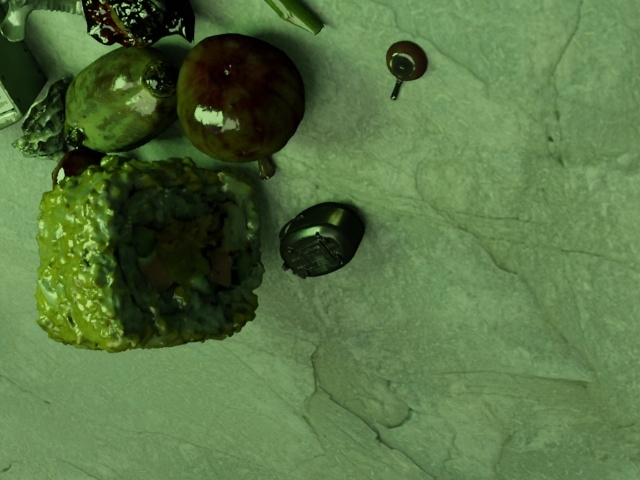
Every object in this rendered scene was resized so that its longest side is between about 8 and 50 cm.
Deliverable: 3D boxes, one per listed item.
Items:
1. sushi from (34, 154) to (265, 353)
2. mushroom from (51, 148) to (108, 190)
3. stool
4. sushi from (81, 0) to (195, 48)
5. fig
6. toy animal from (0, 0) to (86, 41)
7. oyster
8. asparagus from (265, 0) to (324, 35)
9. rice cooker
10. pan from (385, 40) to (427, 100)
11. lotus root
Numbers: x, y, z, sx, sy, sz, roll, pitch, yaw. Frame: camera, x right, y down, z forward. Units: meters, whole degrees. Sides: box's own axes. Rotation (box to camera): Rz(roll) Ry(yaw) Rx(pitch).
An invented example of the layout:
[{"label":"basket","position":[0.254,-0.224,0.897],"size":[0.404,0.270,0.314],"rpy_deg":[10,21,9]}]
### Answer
[{"label":"sushi","position":[-0.294,0.015,1.957],"size":[0.240,0.396,0.351],"rpy_deg":[-8,86,48]},{"label":"mushroom","position":[-0.468,-0.111,2.135],"size":[0.217,0.148,0.227],"rpy_deg":[24,163,37]},{"label":"stool","position":[-0.679,-0.318,2.001],"size":[0.244,0.170,0.269],"rpy_deg":[-21,119,15]},{"label":"sushi","position":[-0.309,-0.391,1.795],"size":[0.150,0.153,0.172],"rpy_deg":[-16,140,16]},{"label":"fig","position":[-0.128,-0.193,1.857],"size":[0.217,0.217,0.321],"rpy_deg":[21,156,14]},{"label":"toy animal","position":[-0.478,-0.439,1.872],"size":[0.272,0.160,0.197],"rpy_deg":[21,133,4]},{"label":"oyster","position":[-0.515,-0.214,2.058],"size":[0.087,0.199,0.252],"rpy_deg":[27,124,-4]},{"label":"asparagus","position":[-0.069,-0.385,1.739],"size":[0.178,0.041,0.045],"rpy_deg":[43,91,-10]},{"label":"rice cooker","position":[0.000,0.000,1.983],"size":[0.165,0.106,0.112],"rpy_deg":[-26,115,31]},{"label":"pan","position":[0.126,-0.260,1.742],"size":[0.068,0.023,0.115],"rpy_deg":[25,135,8]},{"label":"lotus root","position":[-0.330,-0.245,1.928],"size":[0.309,0.173,0.173],"rpy_deg":[-19,116,44]}]
